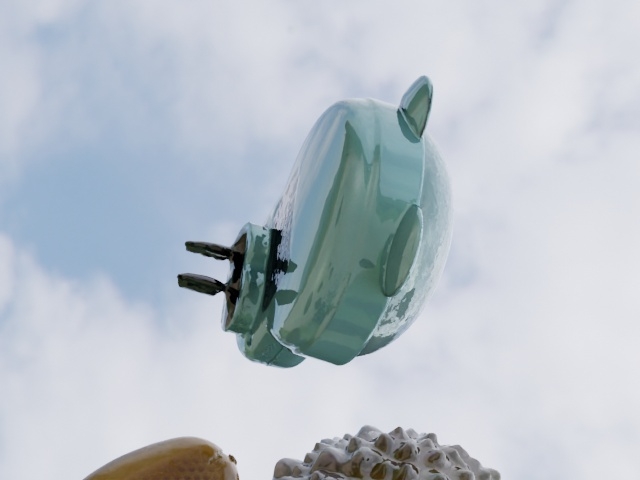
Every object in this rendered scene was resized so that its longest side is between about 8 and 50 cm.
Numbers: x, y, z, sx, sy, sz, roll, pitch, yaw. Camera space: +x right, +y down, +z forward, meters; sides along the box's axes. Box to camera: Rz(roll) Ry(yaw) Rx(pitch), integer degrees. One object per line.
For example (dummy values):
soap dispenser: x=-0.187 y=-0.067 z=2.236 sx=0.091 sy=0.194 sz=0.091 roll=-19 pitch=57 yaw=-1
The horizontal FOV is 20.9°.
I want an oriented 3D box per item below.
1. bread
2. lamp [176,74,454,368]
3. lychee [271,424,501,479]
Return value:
bread: x=-0.152 y=0.238 z=1.449 sx=0.114 sy=0.189 sz=0.077 roll=52 pitch=-23 yaw=14
lamp: x=0.011 y=0.005 z=1.374 sx=0.284 sy=0.147 sz=0.209 roll=-29 pitch=-139 yaw=42
lychee: x=0.042 y=0.386 z=1.605 sx=0.380 sy=0.380 sz=0.432 roll=20 pitch=-93 yaw=43
